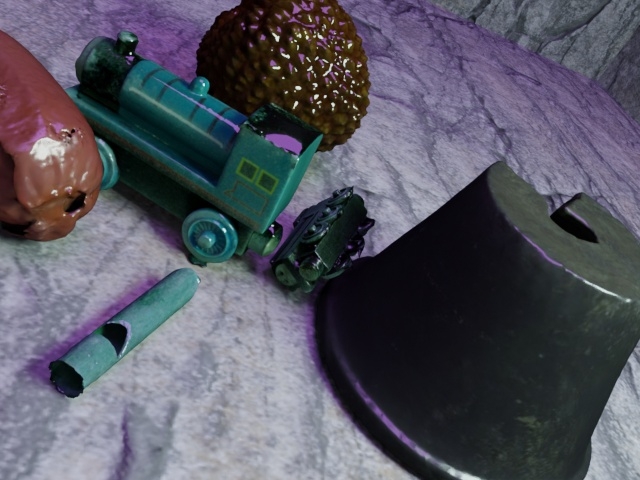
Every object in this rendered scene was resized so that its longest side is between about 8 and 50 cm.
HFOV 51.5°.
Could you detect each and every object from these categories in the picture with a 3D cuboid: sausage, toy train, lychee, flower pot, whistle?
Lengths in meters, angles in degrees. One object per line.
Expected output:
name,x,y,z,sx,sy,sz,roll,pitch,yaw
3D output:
sausage,-0.331,-0.120,0.673,0.279,0.152,0.152,44,35,22
toy train,0.000,0.000,0.820,0.071,0.111,0.170,54,37,-15
lychee,-0.048,-0.247,1.001,0.267,0.268,0.268,21,33,-15
flower pot,0.215,0.080,0.748,0.379,0.251,0.379,23,33,-16
toy train,-0.156,-0.108,0.754,0.298,0.194,0.120,31,33,3
whistle,-0.175,0.079,0.627,0.039,0.039,0.186,35,32,7
